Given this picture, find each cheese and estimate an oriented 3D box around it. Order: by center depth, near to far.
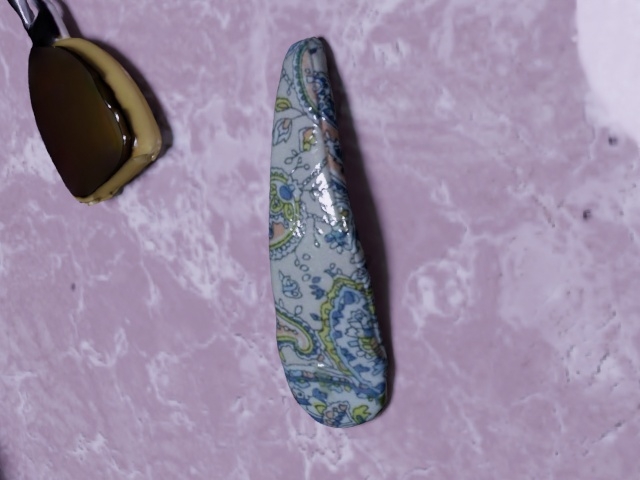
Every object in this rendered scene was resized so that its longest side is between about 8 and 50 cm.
[{"bbox_3d":[-0.164,-0.108,0.767,0.086,0.036,0.162,-36,79,39],"label":"cheese"}]

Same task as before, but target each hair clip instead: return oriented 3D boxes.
[{"bbox_3d":[-0.001,0.001,0.676,0.066,0.036,0.229,-1,101,29],"label":"hair clip"}]
